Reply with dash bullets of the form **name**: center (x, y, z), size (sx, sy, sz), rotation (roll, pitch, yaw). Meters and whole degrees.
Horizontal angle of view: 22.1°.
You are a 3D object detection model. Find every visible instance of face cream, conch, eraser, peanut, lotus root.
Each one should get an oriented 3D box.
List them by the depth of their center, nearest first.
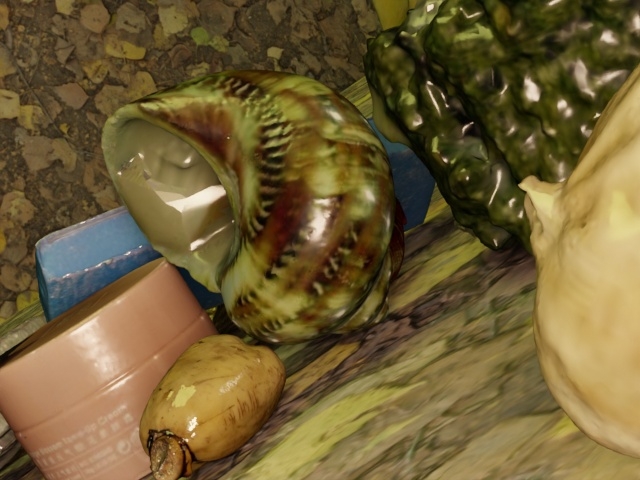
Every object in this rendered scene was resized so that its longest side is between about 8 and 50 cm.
- **peanut**: center (0.159, -0.021, 0.505), size (0.224, 0.129, 0.129), rotation (-30, 7, -6)
- **lotus root**: center (-0.061, 0.090, 0.955), size (0.072, 0.063, 0.152), rotation (-39, 4, 25)
- **conch**: center (-0.031, -0.019, 1.013), size (0.124, 0.181, 0.187), rotation (-23, 10, -40)
- **face cream**: center (-0.134, 0.092, 1.080), size (0.149, 0.104, 0.149), rotation (-32, 7, 4)
- **eraser**: center (-0.060, -0.006, 1.224), size (0.312, 0.043, 0.144), rotation (-21, -25, -14)

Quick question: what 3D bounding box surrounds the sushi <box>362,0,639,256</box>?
- **sushi**: center (0.175, -0.127, 0.984), size (0.294, 0.178, 0.352), rotation (-32, 5, 15)

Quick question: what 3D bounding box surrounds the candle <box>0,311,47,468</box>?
- **candle**: center (-0.267, 0.139, 1.278), size (0.192, 0.068, 0.168), rotation (-46, -7, 13)

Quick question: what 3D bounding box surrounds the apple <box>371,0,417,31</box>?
- **apple**: center (0.169, -0.261, 1.309), size (0.305, 0.338, 0.338), rotation (-29, 7, 6)

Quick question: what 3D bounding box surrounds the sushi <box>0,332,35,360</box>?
- **sushi**: center (-0.383, 0.164, 0.998), size (0.320, 0.069, 0.339), rotation (-30, 8, 32)

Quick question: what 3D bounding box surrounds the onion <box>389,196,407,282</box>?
- **onion**: center (0.000, 0.000, 1.116), size (0.118, 0.117, 0.118), rotation (-56, 8, 12)

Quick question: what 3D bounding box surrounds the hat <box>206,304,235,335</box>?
- **hat**: center (-0.086, 0.052, 1.374), size (0.146, 0.067, 0.146), rotation (-40, 39, 44)
